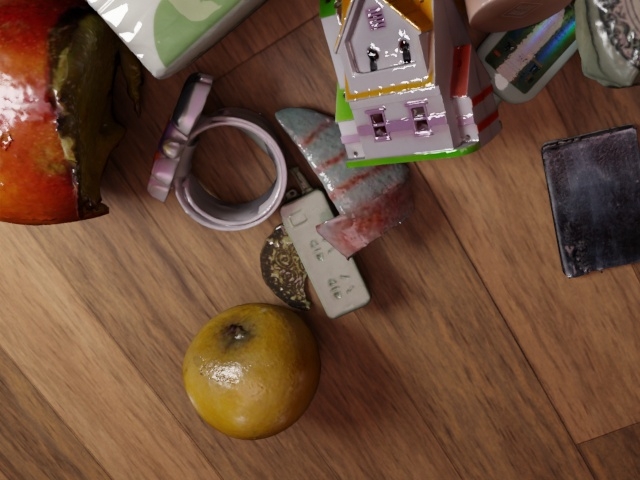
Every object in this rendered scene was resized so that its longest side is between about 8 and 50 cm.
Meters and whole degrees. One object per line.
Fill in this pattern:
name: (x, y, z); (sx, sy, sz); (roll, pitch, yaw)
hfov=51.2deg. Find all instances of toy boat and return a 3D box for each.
toy boat: (0.037, -0.127, 1.165); (0.206, 0.096, 0.282); (-36, 90, -14)

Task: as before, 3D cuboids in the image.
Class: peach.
peach: (-0.440, -0.200, 1.041); (0.416, 0.339, 0.353); (-21, 149, 40)

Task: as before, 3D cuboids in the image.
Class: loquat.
loquat: (-0.129, 0.244, 1.264); (0.262, 0.263, 0.263); (3, 113, 7)

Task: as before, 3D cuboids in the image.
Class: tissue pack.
tissue pack: (-0.137, -0.430, 0.973); (0.356, 0.266, 0.194); (-34, 110, 20)

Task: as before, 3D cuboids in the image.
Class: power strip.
power strip: (0.000, 0.000, 1.229); (0.093, 0.053, 0.288); (-24, 100, 9)

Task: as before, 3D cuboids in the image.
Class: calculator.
calculator: (0.487, -0.063, 1.171); (0.161, 0.021, 0.262); (-12, 111, 12)

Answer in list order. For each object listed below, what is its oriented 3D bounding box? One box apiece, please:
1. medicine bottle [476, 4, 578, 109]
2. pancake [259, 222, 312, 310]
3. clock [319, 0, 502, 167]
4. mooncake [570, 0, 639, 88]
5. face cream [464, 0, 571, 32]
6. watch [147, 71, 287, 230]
medicine bottle: (0.316, -0.293, 1.064); (0.121, 0.083, 0.229); (38, 114, -4)
pancake: (-0.029, 0.042, 1.292); (0.190, 0.020, 0.184); (-28, 106, 19)
clock: (0.127, -0.287, 1.024); (0.235, 0.166, 0.310); (-1, 117, 39)
mooncake: (0.478, -0.345, 0.945); (0.254, 0.136, 0.250); (-17, 108, -16)
face cream: (0.274, -0.374, 0.943); (0.149, 0.149, 0.104); (-11, 84, 13)
watch: (-0.162, -0.142, 1.148); (0.231, 0.196, 0.244); (23, 111, -9)
